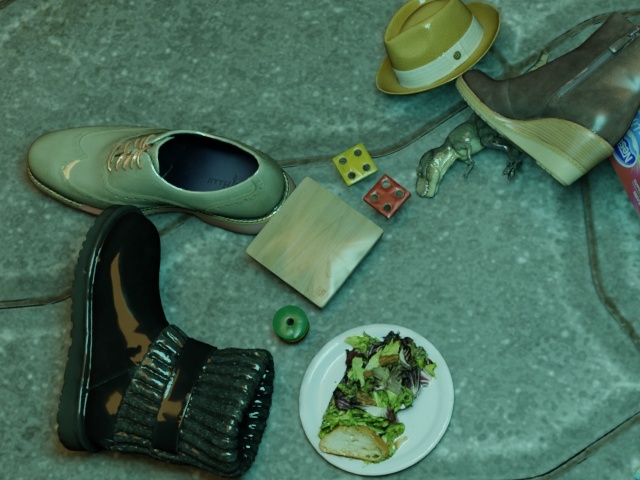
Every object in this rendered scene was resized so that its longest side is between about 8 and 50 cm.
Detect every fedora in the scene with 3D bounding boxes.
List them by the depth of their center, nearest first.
[{"bbox_3d":[0.146,-0.279,1.930,0.194,0.079,0.194,-25,33,17],"label":"fedora"}]

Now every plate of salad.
[{"bbox_3d":[0.068,0.196,1.803,0.200,0.048,0.199,-5,66,12],"label":"plate of salad"}]

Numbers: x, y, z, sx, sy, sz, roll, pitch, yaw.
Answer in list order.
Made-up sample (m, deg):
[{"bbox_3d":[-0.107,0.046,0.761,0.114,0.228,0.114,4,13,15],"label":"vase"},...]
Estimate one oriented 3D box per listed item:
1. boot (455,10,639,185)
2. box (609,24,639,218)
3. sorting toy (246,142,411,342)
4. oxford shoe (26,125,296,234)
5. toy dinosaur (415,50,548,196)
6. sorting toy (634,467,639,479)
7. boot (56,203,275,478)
[{"bbox_3d":[0.305,-0.201,1.789,0.207,0.090,0.248,-50,50,7],"label":"boot"},{"bbox_3d":[0.438,-0.127,1.786,0.123,0.128,0.256,-41,59,35],"label":"box"},{"bbox_3d":[0.000,0.000,1.896,0.132,0.046,0.274,36,80,17],"label":"sorting toy"},{"bbox_3d":[-0.232,-0.111,1.947,0.397,0.146,0.140,6,69,16],"label":"oxford shoe"},{"bbox_3d":[0.243,-0.144,1.900,0.268,0.064,0.118,-43,58,-10],"label":"toy dinosaur"},{"bbox_3d":[0.402,0.273,1.675,0.083,0.075,0.044,-20,65,4],"label":"sorting toy"},{"bbox_3d":[-0.183,0.125,1.842,0.260,0.131,0.347,1,78,21],"label":"boot"}]
